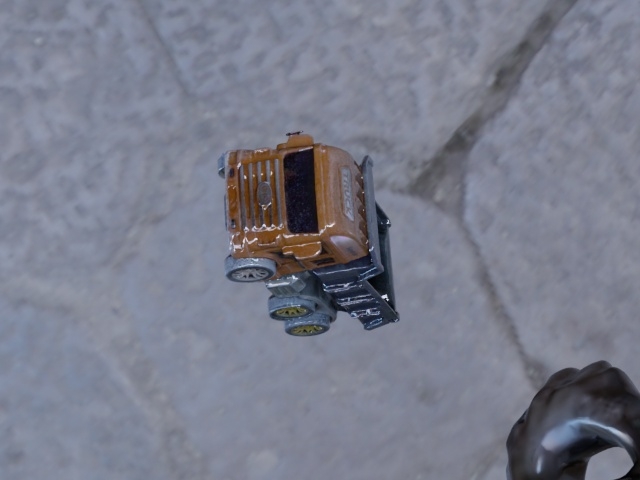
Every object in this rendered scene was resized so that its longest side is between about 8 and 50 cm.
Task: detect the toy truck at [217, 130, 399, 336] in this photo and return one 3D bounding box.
[{"bbox_3d":[0.000,0.000,1.125,0.092,0.192,0.083,-9,69,14],"label":"toy truck"}]

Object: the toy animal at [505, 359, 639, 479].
[{"bbox_3d":[0.221,0.138,0.810,0.194,0.302,0.344,21,134,-37],"label":"toy animal"}]
